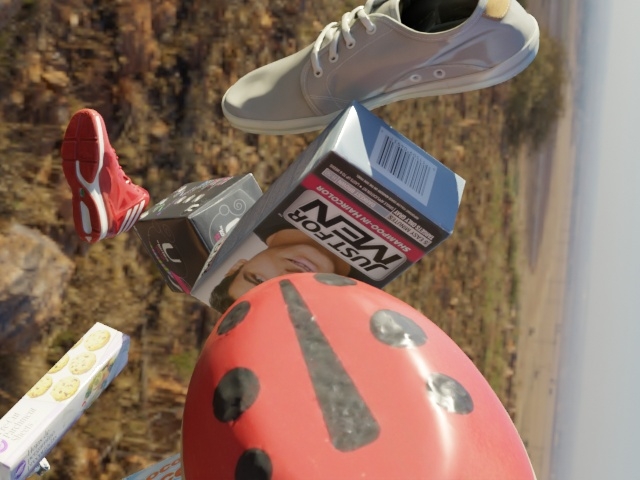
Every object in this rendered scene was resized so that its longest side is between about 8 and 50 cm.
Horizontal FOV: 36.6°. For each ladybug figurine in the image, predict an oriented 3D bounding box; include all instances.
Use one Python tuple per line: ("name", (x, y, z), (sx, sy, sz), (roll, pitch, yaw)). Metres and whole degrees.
("ladybug figurine", (0.021, 0.180, 0.855), (0.161, 0.305, 0.449), (79, -16, -45))

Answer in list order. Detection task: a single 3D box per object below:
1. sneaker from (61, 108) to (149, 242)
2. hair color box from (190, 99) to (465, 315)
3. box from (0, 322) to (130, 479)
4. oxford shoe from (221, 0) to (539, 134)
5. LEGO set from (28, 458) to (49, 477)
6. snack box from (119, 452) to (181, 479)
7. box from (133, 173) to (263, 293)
("sneaker", (-0.361, -0.113, 1.640), (0.128, 0.087, 0.221), (-16, 112, -57))
("hair color box", (0.000, 0.000, 1.309), (0.374, 0.185, 0.113), (-42, -161, 44))
("box", (-0.391, 0.240, 1.439), (0.324, 0.067, 0.063), (-52, 159, -54))
("oxford shoe", (0.057, -0.249, 1.275), (0.130, 0.450, 0.169), (55, 37, -39))
("LEGO set", (-0.490, 0.487, 1.757), (0.227, 0.087, 0.093), (52, 10, 18))
("snack box", (-0.158, 0.312, 1.148), (0.060, 0.322, 0.187), (62, 7, -14))
("box", (-0.194, -0.006, 1.695), (0.143, 0.270, 0.165), (-38, 107, -26))
